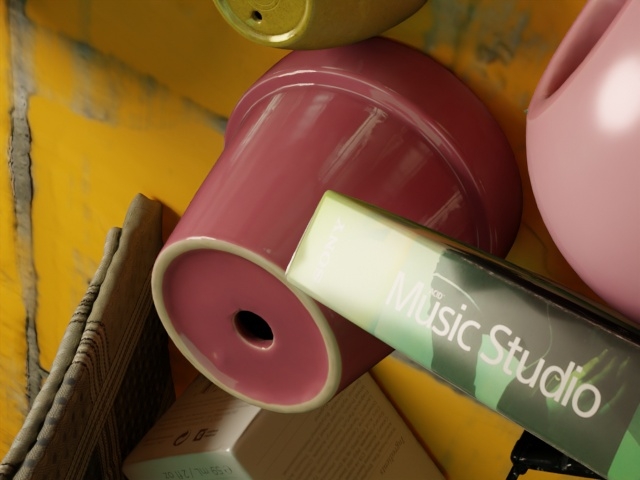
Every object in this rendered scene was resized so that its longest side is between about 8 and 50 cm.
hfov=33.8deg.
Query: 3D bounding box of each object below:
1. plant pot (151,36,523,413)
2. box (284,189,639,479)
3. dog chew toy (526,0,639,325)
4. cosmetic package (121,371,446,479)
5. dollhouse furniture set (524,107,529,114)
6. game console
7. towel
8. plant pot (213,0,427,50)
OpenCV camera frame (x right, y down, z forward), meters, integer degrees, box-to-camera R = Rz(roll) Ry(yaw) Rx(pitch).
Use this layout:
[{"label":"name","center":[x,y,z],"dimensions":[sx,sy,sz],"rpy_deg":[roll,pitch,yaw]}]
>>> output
[{"label":"plant pot","center":[0.000,0.000,0.652],"dimensions":[0.201,0.180,0.201],"rpy_deg":[20,134,23]},{"label":"box","center":[0.167,0.078,0.488],"dimensions":[0.322,0.232,0.058],"rpy_deg":[27,95,42]},{"label":"dog chew toy","center":[0.257,-0.009,0.446],"dimensions":[0.332,0.206,0.206],"rpy_deg":[32,139,-1]},{"label":"cosmetic package","center":[-0.026,0.191,0.858],"dimensions":[0.151,0.151,0.183],"rpy_deg":[-20,112,46]},{"label":"dollhouse furniture set","center":[0.190,-0.032,0.601],"dimensions":[0.076,0.058,0.151],"rpy_deg":[-31,84,55]},{"label":"game console","center":[0.168,0.122,0.674],"dimensions":[0.107,0.122,0.071],"rpy_deg":[1,126,36]},{"label":"towel","center":[-0.185,0.171,0.847],"dimensions":[0.056,0.324,0.312],"rpy_deg":[8,132,6]},{"label":"plant pot","center":[-0.010,-0.159,0.586],"dimensions":[0.134,0.095,0.134],"rpy_deg":[21,134,23]}]
